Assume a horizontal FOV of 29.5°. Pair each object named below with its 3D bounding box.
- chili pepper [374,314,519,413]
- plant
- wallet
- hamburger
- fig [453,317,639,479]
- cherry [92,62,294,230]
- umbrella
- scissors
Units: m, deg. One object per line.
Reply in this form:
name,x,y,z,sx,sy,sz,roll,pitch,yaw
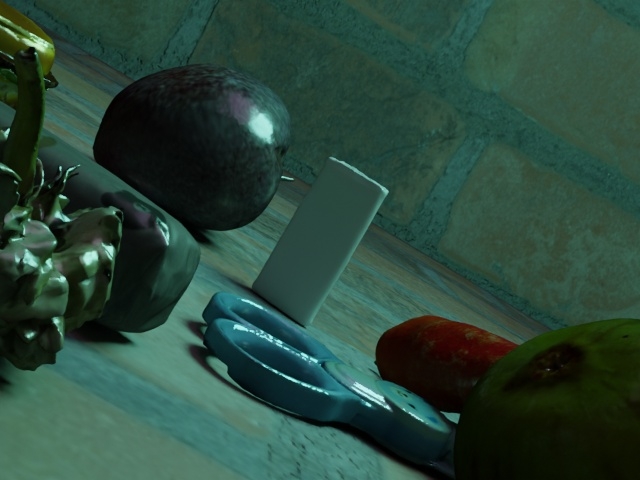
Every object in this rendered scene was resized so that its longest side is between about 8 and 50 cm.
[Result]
chili pepper,0.086,0.082,0.789,0.063,0.071,0.272,65,-17,-7
plant,-0.121,-0.018,0.459,0.105,0.121,0.116,20,12,2
wallet,0.000,0.000,0.932,0.061,0.122,0.025,34,5,32
hamburger,-0.277,-0.150,0.975,0.137,0.087,0.166,29,7,-32
fig,0.144,0.134,0.609,0.142,0.186,0.148,-20,8,-26
cherry,-0.105,-0.086,1.065,0.176,0.140,0.176,22,18,-7
umbrella,-0.208,-0.061,0.626,0.337,0.067,0.073,32,-8,15
scissors,0.046,0.105,0.709,0.256,0.030,0.125,29,8,-10
